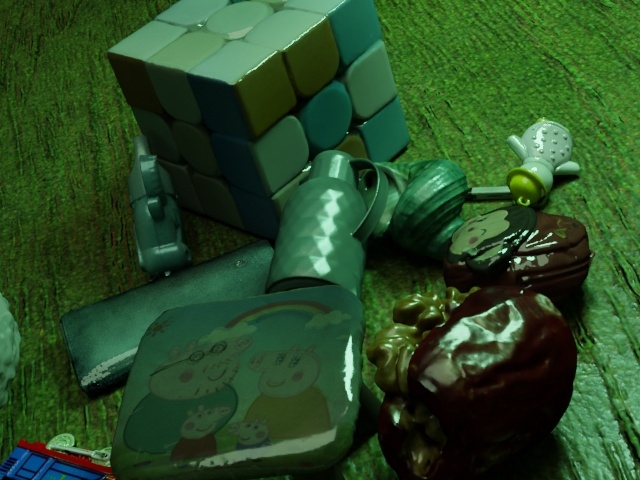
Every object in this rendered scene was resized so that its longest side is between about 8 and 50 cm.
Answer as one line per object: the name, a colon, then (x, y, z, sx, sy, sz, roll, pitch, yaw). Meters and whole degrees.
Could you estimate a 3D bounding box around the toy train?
toy train: (-0.345, 0.339, 1.531, 0.204, 0.082, 0.131, 7, 43, 33)

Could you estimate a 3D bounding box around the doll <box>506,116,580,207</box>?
doll: (0.359, -0.127, 1.829, 0.129, 0.081, 0.207, 26, 53, 4)

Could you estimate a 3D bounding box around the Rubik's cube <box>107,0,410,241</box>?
Rubik's cube: (-0.101, -0.249, 1.969, 0.347, 0.344, 0.346, 21, 51, 43)

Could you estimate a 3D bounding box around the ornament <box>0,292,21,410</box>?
ornament: (-0.628, 0.174, 1.671, 0.337, 0.337, 0.337, -12, 37, 9)

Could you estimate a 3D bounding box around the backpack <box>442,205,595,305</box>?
backpack: (0.287, 0.031, 1.617, 0.229, 0.139, 0.229, -15, 18, 5)

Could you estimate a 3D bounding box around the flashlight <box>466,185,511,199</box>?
flashlight: (0.279, -0.079, 1.853, 0.083, 0.018, 0.018, -1, 40, 22)

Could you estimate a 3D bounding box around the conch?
conch: (0.156, -0.046, 1.777, 0.196, 0.134, 0.202, -52, 34, 26)

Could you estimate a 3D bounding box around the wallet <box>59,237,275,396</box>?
wallet: (-0.228, 0.113, 1.802, 0.379, 0.046, 0.190, -23, 38, -8)

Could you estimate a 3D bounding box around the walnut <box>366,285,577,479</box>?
walnut: (0.176, 0.166, 1.385, 0.269, 0.244, 0.222, -27, -13, -45)

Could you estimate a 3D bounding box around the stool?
stool: (-0.076, 0.239, 1.426, 0.310, 0.226, 0.310, -8, 38, 12)

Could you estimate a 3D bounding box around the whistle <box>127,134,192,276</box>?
whistle: (-0.285, -0.051, 1.933, 0.093, 0.186, 0.274, -13, 73, -1)

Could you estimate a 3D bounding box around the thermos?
thermos: (0.017, -0.018, 1.724, 0.182, 0.145, 0.286, -18, 46, 36)
